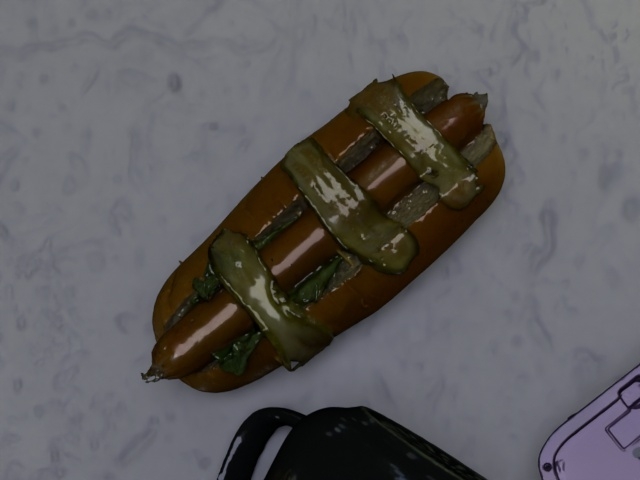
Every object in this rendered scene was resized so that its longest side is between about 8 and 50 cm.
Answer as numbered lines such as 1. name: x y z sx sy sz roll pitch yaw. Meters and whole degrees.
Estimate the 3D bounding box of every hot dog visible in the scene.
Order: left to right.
1. hot dog: 0.000 0.000 1.117 0.269 0.072 0.109 -41 77 -3

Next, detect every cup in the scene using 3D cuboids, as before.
1. cup: 0.012 0.187 1.054 0.223 0.169 0.177 31 92 44

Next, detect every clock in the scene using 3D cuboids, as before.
1. clock: 0.210 0.123 1.085 0.152 0.050 0.110 -38 79 -1
